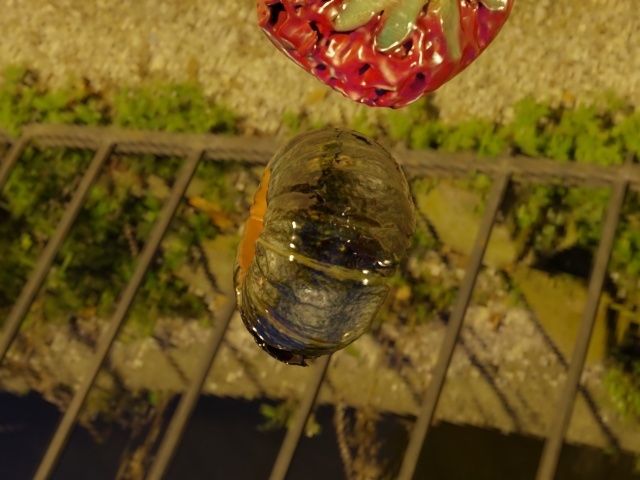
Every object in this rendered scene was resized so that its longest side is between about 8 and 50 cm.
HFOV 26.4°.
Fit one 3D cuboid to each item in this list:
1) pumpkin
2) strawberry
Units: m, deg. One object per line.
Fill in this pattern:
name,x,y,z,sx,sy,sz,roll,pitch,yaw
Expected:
pumpkin,0.000,0.000,1.791,0.192,0.320,0.320,17,148,-10
strawberry,0.071,-0.295,1.560,0.295,0.317,0.345,4,176,-5
